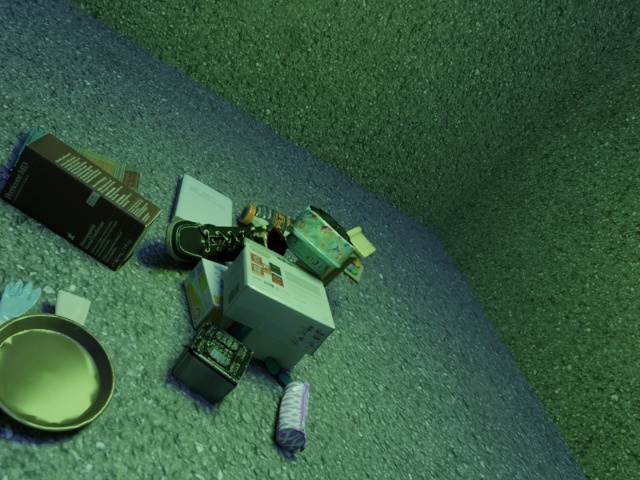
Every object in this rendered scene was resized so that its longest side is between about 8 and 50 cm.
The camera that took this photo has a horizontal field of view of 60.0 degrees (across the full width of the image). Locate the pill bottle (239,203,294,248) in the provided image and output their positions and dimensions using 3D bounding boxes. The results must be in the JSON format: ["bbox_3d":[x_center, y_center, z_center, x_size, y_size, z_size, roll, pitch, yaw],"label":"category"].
[{"bbox_3d":[-0.218,-0.067,2.346,0.245,0.130,0.130,27,25,-29],"label":"pill bottle"}]

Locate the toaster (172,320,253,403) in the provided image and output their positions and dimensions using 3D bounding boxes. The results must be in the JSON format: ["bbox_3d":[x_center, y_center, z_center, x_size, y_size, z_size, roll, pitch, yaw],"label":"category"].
[{"bbox_3d":[-0.292,0.321,1.489,0.185,0.110,0.168,38,21,-7],"label":"toaster"}]

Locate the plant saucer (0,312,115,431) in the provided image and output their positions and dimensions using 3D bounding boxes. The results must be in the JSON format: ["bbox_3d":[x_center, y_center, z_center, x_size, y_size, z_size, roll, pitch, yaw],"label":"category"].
[{"bbox_3d":[-0.570,0.278,1.168,0.278,0.041,0.278,37,27,-22],"label":"plant saucer"}]

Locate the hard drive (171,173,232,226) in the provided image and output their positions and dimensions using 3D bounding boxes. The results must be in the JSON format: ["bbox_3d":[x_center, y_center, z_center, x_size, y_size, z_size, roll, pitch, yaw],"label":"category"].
[{"bbox_3d":[-0.454,-0.114,2.164,0.233,0.047,0.353,31,23,-23],"label":"hard drive"}]

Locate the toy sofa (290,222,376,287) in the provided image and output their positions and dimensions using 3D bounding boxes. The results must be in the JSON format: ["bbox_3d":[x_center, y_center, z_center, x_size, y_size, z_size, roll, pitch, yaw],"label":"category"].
[{"bbox_3d":[0.019,0.091,2.113,0.177,0.362,0.150,49,23,8],"label":"toy sofa"}]

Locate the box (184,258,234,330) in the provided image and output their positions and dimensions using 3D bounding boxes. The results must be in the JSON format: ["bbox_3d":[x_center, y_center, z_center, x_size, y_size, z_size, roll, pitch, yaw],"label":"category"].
[{"bbox_3d":[-0.334,0.173,1.704,0.103,0.114,0.203,24,27,-39],"label":"box"}]

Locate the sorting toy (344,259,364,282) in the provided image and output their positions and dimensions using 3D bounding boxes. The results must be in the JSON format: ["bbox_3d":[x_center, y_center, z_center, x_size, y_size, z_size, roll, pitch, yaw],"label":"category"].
[{"bbox_3d":[0.129,0.104,2.710,0.193,0.038,0.208,38,21,-4],"label":"sorting toy"}]

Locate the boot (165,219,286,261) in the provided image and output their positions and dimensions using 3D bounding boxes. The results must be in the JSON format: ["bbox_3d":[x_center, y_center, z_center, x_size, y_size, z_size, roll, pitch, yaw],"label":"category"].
[{"bbox_3d":[-0.299,0.006,1.806,0.377,0.284,0.138,28,61,-69],"label":"boot"}]

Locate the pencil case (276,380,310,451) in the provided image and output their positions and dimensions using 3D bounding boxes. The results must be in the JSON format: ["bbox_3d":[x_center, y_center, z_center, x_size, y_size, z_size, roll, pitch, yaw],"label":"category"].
[{"bbox_3d":[-0.073,0.488,1.555,0.086,0.088,0.206,36,21,-16],"label":"pencil case"}]

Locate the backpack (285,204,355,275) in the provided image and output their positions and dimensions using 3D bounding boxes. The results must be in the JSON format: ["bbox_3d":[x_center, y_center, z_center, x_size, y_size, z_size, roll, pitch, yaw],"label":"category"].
[{"bbox_3d":[0.000,0.000,1.848,0.225,0.191,0.253,42,-3,-9],"label":"backpack"}]

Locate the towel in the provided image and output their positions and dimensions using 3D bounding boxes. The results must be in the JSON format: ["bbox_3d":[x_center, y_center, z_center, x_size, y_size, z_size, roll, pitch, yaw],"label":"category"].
[{"bbox_3d":[-0.775,-0.234,1.797,0.370,0.040,0.271,18,29,-24],"label":"towel"}]

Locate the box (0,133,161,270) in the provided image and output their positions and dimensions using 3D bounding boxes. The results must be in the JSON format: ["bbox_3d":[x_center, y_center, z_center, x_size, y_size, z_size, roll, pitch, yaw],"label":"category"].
[{"bbox_3d":[-0.677,-0.108,1.585,0.381,0.191,0.143,36,22,-10],"label":"box"}]

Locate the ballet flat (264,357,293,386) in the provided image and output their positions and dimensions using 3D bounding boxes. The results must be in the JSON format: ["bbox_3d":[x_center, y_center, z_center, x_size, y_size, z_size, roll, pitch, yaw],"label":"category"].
[{"bbox_3d":[-0.128,0.407,1.704,0.114,0.041,0.041,45,22,11],"label":"ballet flat"}]

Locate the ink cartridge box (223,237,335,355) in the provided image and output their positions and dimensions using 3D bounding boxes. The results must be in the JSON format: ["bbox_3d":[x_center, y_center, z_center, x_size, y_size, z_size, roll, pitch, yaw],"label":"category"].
[{"bbox_3d":[-0.131,0.164,1.680,0.309,0.130,0.272,30,22,-24],"label":"ink cartridge box"}]

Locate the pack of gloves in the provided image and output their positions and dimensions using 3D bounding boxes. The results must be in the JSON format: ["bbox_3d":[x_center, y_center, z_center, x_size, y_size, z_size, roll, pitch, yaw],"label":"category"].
[{"bbox_3d":[-0.643,0.202,1.262,0.195,0.046,0.232,31,31,-33],"label":"pack of gloves"}]

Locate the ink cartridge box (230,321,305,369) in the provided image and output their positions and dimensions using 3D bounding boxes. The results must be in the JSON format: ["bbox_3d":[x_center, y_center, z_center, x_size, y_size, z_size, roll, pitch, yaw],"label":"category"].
[{"bbox_3d":[-0.176,0.241,1.809,0.223,0.129,0.307,25,26,-31],"label":"ink cartridge box"}]
